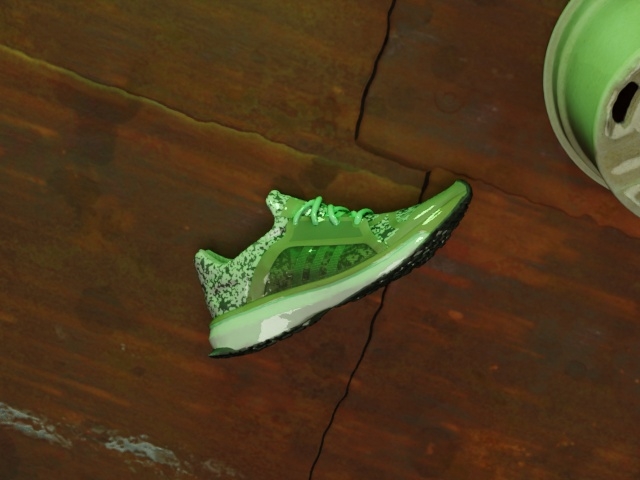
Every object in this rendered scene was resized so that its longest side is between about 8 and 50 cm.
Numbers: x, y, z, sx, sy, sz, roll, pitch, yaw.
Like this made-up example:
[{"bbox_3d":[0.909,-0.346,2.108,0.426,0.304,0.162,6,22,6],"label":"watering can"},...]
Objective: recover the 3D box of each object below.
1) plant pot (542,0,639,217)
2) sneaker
[{"bbox_3d":[0.421,-0.157,1.429,0.333,0.305,0.334,3,109,9],"label":"plant pot"},{"bbox_3d":[0.000,0.000,1.640,0.410,0.158,0.182,-28,84,10],"label":"sneaker"}]
